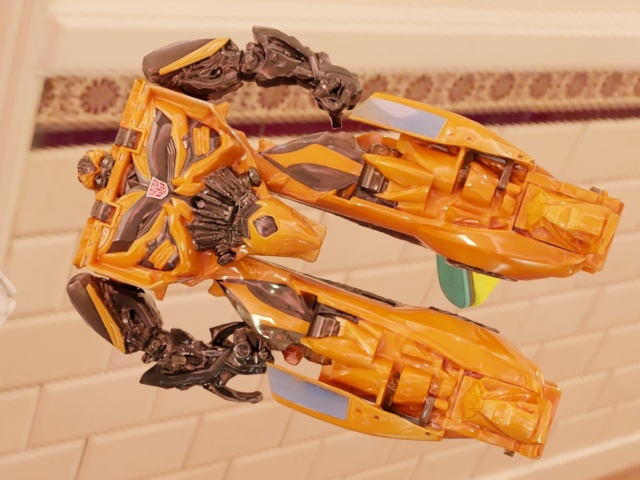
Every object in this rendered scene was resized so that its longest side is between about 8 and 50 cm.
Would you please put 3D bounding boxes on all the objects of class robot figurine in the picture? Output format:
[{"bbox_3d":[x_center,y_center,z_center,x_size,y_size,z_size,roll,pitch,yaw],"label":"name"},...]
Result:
[{"bbox_3d":[0.000,0.000,0.655,0.291,0.211,0.085,18,-1,8],"label":"robot figurine"}]

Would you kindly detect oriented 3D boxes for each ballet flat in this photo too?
[{"bbox_3d":[0.140,-0.030,1.138,0.077,0.231,0.077,-32,49,-16],"label":"ballet flat"}]

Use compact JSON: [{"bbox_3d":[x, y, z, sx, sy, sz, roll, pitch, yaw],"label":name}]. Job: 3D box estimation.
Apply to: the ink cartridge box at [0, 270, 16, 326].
[{"bbox_3d":[-0.232,0.054,0.437,0.092,0.158,0.218,34,74,21],"label":"ink cartridge box"}]
